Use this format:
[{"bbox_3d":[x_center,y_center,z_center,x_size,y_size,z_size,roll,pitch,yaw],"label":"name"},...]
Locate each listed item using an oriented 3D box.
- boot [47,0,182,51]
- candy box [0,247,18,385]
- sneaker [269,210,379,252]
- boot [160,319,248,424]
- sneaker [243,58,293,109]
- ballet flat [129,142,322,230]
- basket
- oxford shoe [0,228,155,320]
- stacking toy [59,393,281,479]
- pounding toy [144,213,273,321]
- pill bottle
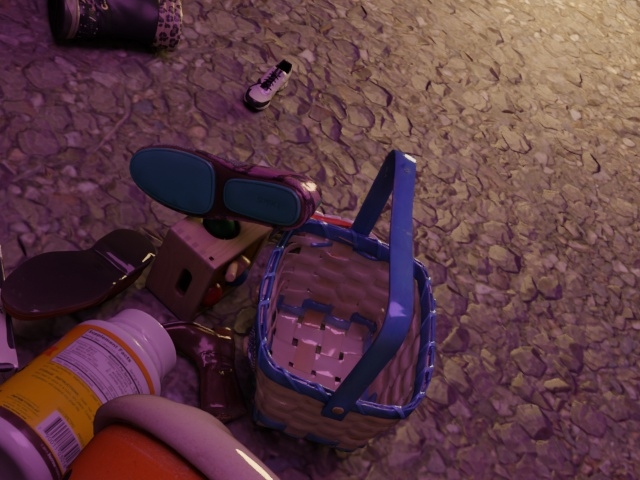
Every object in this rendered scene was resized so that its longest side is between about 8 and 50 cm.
[{"bbox_3d":[-0.297,-0.370,1.449,0.178,0.085,0.236,6,55,-27],"label":"boot"},{"bbox_3d":[-0.425,0.081,0.981,0.233,0.071,0.159,1,51,-28],"label":"candy box"},{"bbox_3d":[0.000,0.000,1.313,0.157,0.061,0.065,19,72,-12],"label":"sneaker"},{"bbox_3d":[-0.135,0.147,1.112,0.106,0.037,0.114,5,54,-23],"label":"boot"},{"bbox_3d":[-0.076,-0.230,1.473,0.040,0.044,0.109,34,45,0],"label":"sneaker"},{"bbox_3d":[-0.101,-0.061,1.116,0.221,0.077,0.079,13,17,18],"label":"ballet flat"},{"bbox_3d":[0.033,0.078,1.077,0.201,0.289,0.255,21,43,-12],"label":"basket"},{"bbox_3d":[-0.259,0.053,1.074,0.076,0.076,0.212,43,28,14],"label":"oxford shoe"},{"bbox_3d":[-0.200,0.374,0.721,0.350,0.351,0.480,44,60,13],"label":"stacking toy"},{"bbox_3d":[-0.119,0.023,1.152,0.100,0.141,0.130,42,45,10],"label":"pounding toy"},{"bbox_3d":[-0.238,0.157,0.983,0.117,0.117,0.215,39,44,8],"label":"pill bottle"}]
